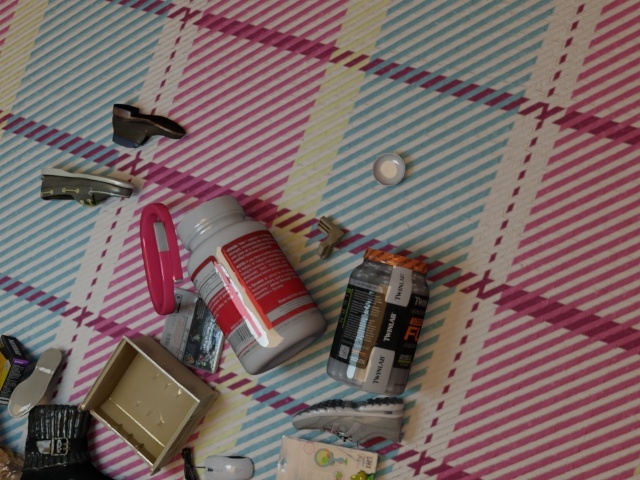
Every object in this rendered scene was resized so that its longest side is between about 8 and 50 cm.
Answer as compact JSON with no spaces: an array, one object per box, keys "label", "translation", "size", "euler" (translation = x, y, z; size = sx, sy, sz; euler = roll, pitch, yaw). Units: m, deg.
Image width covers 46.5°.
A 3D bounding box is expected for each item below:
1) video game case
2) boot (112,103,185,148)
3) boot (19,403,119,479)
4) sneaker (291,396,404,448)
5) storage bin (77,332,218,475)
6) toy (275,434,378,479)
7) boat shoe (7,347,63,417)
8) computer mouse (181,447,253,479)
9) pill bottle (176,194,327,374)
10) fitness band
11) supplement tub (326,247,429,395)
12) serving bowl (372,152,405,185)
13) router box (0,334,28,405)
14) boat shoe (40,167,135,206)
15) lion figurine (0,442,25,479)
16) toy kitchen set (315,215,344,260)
[{"label":"video game case","translation":[-0.331,0.236,1.959],"size":[0.173,0.022,0.190],"euler":[13,88,17]},{"label":"boot","translation":[-0.473,-0.291,2.035],"size":[0.219,0.082,0.106],"euler":[22,113,13]},{"label":"boot","translation":[-0.617,0.570,1.959],"size":[0.348,0.131,0.260],"euler":[10,60,-8]},{"label":"sneaker","translation":[0.064,0.445,1.781],"size":[0.281,0.105,0.115],"euler":[-7,89,18]},{"label":"storage bin","translation":[-0.446,0.419,1.911],"size":[0.262,0.123,0.260],"euler":[37,100,14]},{"label":"toy","translation":[0.016,0.561,1.810],"size":[0.237,0.056,0.137],"euler":[8,84,12]},{"label":"boat shoe","translation":[-0.763,0.390,2.008],"size":[0.075,0.065,0.206],"euler":[25,62,4]},{"label":"computer mouse","translation":[-0.266,0.581,1.897],"size":[0.193,0.042,0.106],"euler":[-6,82,16]},{"label":"pill bottle","translation":[-0.179,0.102,1.818],"size":[0.229,0.229,0.407],"euler":[-35,77,11]},{"label":"fitness band","translation":[-0.412,0.047,1.917],"size":[0.054,0.209,0.290],"euler":[-7,82,-25]},{"label":"supplement tub","translation":[0.140,0.186,1.736],"size":[0.194,0.193,0.316],"euler":[14,90,17]},{"label":"serving bowl","translation":[0.171,-0.174,1.845],"size":[0.083,0.027,0.083],"euler":[-1,85,16]},{"label":"router box","translation":[-0.865,0.353,2.044],"size":[0.179,0.046,0.133],"euler":[25,92,54]},{"label":"boat shoe","translation":[-0.641,-0.138,2.042],"size":[0.305,0.109,0.091],"euler":[9,88,23]},{"label":"lion figurine","translation":[-0.927,0.517,2.024],"size":[0.240,0.142,0.392],"euler":[-21,94,31]},{"label":"toy kitchen set","translation":[0.000,0.000,1.862],"size":[0.075,0.083,0.068],"euler":[42,138,16]}]
